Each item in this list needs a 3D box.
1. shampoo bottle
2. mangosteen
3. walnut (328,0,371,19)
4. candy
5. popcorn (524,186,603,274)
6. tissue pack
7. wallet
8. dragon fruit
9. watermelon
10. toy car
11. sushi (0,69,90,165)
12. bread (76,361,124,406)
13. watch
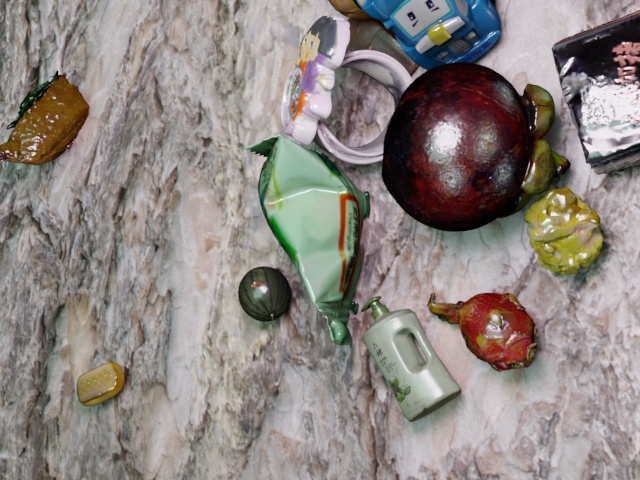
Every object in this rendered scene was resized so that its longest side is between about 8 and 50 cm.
[{"bbox_3d":[0.152,0.205,1.898,0.118,0.087,0.234,-39,71,25],"label":"shampoo bottle"},{"bbox_3d":[0.251,-0.148,1.751,0.300,0.300,0.300,-1,87,29],"label":"mangosteen"},{"bbox_3d":[0.093,-0.511,1.915,0.167,0.167,0.207,36,97,25],"label":"walnut"},{"bbox_3d":[-0.006,0.002,1.895,0.172,0.263,0.397,-15,80,19],"label":"candy"},{"bbox_3d":[0.412,-0.015,1.751,0.126,0.126,0.145,-1,73,4],"label":"popcorn"},{"bbox_3d":[0.562,-0.268,1.678,0.332,0.123,0.245,-19,73,24],"label":"tissue pack"},{"bbox_3d":[0.109,-0.366,1.980,0.176,0.026,0.095,42,106,18],"label":"wallet"},{"bbox_3d":[0.279,0.145,1.823,0.246,0.125,0.125,18,66,48],"label":"dragon fruit"},{"bbox_3d":[-0.107,0.115,2.030,0.105,0.105,0.133,-35,53,23],"label":"watermelon"},{"bbox_3d":[0.180,-0.409,1.788,0.198,0.314,0.166,-31,52,23],"label":"toy car"},{"bbox_3d":[-0.628,-0.251,2.309,0.140,0.149,0.287,33,65,2],"label":"sushi"},{"bbox_3d":[-0.476,0.317,2.257,0.115,0.056,0.082,-28,58,15],"label":"bread"},{"bbox_3d":[0.064,-0.264,1.857,0.196,0.231,0.244,-141,65,-71],"label":"watch"}]
